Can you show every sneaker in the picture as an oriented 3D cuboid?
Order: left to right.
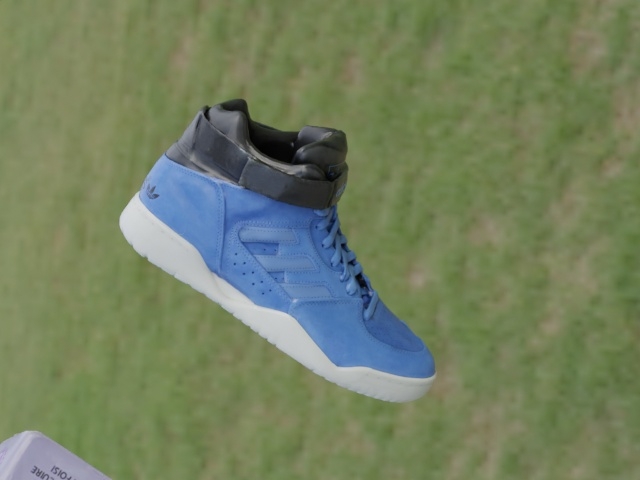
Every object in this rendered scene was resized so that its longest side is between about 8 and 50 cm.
[{"bbox_3d":[0.000,0.000,0.814,0.084,0.152,0.058,-55,5,16],"label":"sneaker"}]

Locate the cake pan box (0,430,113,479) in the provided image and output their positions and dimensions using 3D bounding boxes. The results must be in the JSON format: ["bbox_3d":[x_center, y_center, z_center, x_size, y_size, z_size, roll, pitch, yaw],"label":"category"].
[{"bbox_3d":[-0.071,0.242,0.710,0.245,0.267,0.070,-56,10,-18],"label":"cake pan box"}]
